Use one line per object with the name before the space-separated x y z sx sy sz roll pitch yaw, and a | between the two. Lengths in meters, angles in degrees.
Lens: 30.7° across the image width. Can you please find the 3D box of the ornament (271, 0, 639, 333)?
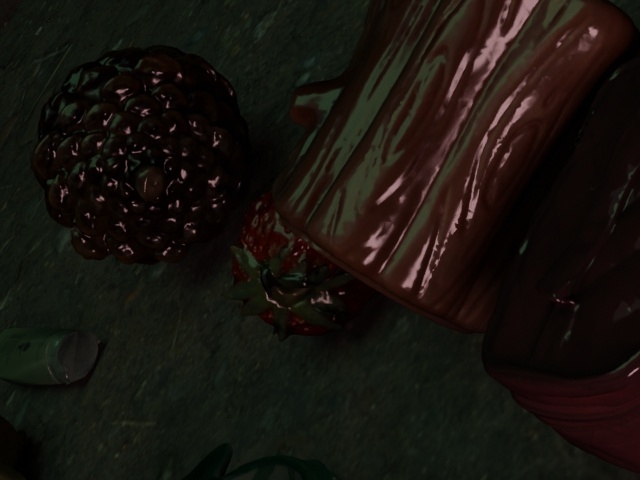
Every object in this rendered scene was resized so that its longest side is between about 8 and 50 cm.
ornament | 0.088 -0.072 0.770 0.218 0.221 0.235 -59 7 7

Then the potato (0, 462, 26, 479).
potato | -0.296 0.329 0.936 0.242 0.242 0.285 -53 32 3

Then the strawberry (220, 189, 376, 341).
strawberry | -0.006 -0.001 0.928 0.131 0.131 0.148 -30 38 37

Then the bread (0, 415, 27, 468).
bread | -0.441 0.227 1.236 0.240 0.240 0.139 3 75 57

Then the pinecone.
pinecone | -0.181 -0.095 1.204 0.224 0.224 0.272 -48 17 12

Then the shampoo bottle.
shampoo bottle | -0.322 0.131 1.343 0.212 0.049 0.072 -10 47 52

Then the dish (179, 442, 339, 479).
dish | -0.059 0.236 0.783 0.224 0.078 0.246 -41 18 5

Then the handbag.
handbag | 0.190 0.009 0.610 0.225 0.135 0.146 -61 24 -10
